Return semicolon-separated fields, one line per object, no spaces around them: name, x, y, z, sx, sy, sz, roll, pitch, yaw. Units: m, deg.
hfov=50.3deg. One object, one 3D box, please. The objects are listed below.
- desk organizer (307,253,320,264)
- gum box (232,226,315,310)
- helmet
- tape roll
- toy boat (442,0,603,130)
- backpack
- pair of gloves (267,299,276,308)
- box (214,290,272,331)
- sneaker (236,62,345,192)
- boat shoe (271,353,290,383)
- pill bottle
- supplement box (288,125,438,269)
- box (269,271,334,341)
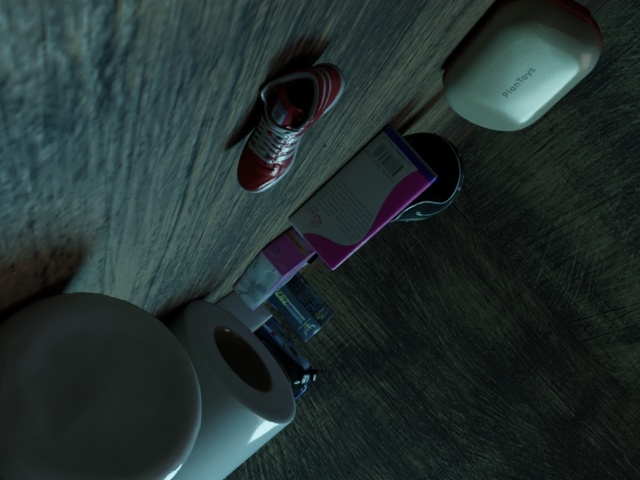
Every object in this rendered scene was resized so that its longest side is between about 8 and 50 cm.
desk organizer;0.000;0.000;1.337;0.130;0.047;0.050;-45;172;39
gum box;-0.084;0.052;1.271;0.107;0.062;0.188;-38;175;-35
helmet;0.172;-0.114;1.224;0.161;0.169;0.169;-21;167;-25
tape roll;-0.180;0.238;1.070;0.169;0.246;0.246;-43;176;10
toy boat;0.270;-0.263;0.938;0.231;0.151;0.151;-47;-158;55
backpack;-0.172;0.296;1.674;0.276;0.263;0.213;-37;-177;6
pair of gloves;-0.099;0.173;1.760;0.023;0.159;0.198;-49;178;-2
box;-0.203;0.185;1.380;0.130;0.091;0.170;-45;175;37
sneaker;-0.032;-0.079;0.495;0.118;0.042;0.067;-51;177;21
boat shoe;-0.171;0.295;1.450;0.121;0.110;0.341;-20;-157;-31
pill bottle;-0.224;0.173;0.546;0.278;0.162;0.162;-45;175;38
supplement box;0.071;-0.069;1.105;0.220;0.111;0.114;-42;177;13
box;-0.057;0.146;1.687;0.059;0.183;0.232;-42;177;9
